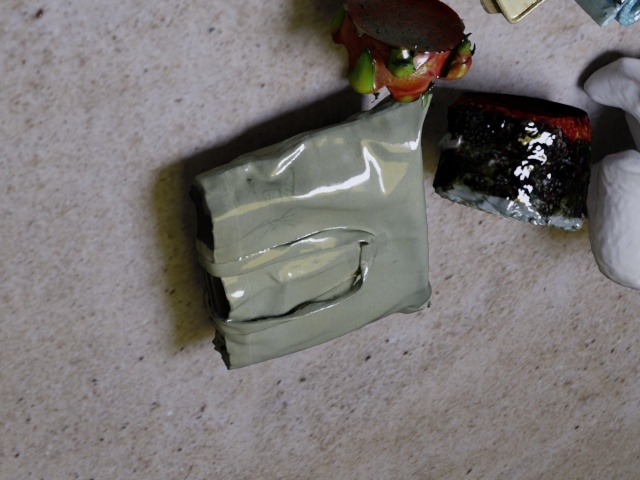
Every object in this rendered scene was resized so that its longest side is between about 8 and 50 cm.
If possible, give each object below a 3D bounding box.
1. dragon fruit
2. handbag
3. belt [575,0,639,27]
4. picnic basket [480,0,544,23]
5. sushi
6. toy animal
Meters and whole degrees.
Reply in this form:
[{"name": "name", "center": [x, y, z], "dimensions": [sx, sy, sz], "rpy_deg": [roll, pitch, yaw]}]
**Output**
[{"name": "dragon fruit", "center": [0.078, -0.176, 1.769], "dimensions": [0.142, 0.138, 0.175], "rpy_deg": [-48, 164, -25]}, {"name": "handbag", "center": [-0.004, -0.001, 1.930], "dimensions": [0.253, 0.109, 0.315], "rpy_deg": [-21, 144, -14]}, {"name": "belt", "center": [0.361, -0.336, 1.889], "dimensions": [0.302, 0.072, 0.087], "rpy_deg": [-48, 149, 13]}, {"name": "picnic basket", "center": [0.197, -0.293, 1.784], "dimensions": [0.164, 0.079, 0.115], "rpy_deg": [-37, 145, 0]}, {"name": "sushi", "center": [0.201, -0.079, 1.964], "dimensions": [0.225, 0.136, 0.126], "rpy_deg": [-8, 112, -65]}, {"name": "toy animal", "center": [0.384, -0.059, 2.121], "dimensions": [0.272, 0.206, 0.265], "rpy_deg": [-9, 134, -38]}]
